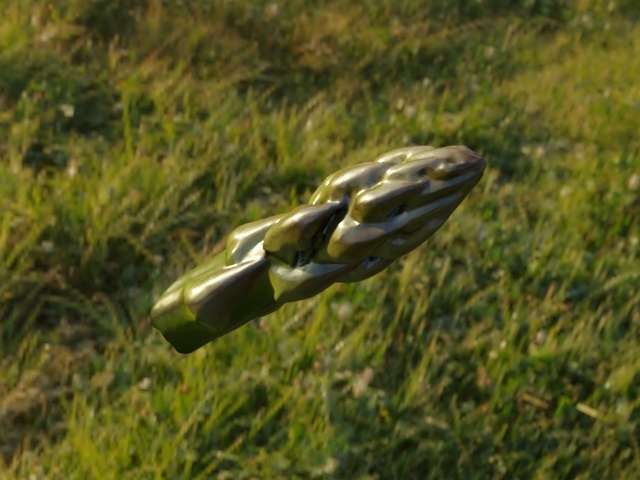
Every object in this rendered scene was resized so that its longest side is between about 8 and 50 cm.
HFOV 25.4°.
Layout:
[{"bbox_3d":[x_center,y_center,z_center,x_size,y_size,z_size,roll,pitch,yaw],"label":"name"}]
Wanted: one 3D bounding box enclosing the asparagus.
[{"bbox_3d":[0.000,0.000,0.962,0.080,0.287,0.080,27,49,-36],"label":"asparagus"}]
